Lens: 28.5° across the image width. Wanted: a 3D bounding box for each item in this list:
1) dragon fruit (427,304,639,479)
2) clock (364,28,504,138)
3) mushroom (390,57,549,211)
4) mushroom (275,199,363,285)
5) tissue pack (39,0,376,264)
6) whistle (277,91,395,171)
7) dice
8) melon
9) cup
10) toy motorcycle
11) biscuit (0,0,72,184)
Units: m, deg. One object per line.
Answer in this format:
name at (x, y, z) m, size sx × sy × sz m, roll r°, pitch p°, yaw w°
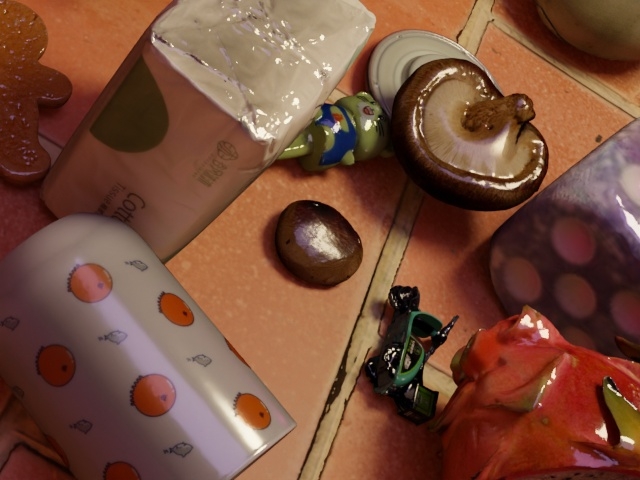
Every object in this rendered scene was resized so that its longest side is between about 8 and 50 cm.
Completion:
dragon fruit at (0.274, 0.218, 1.490) m, size 0.305 × 0.305 × 0.226 m, roll 15°, pitch 54°, yaw -22°
clock at (0.173, -0.204, 1.826) m, size 0.244 × 0.056 × 0.245 m, roll 14°, pitch 58°, yaw -22°
mushroom at (0.193, -0.133, 1.705) m, size 0.194 × 0.138 × 0.231 m, roll -32°, pitch 79°, yaw -10°
mushroom at (0.000, 0.000, 1.609) m, size 0.123 × 0.052 × 0.123 m, roll 13°, pitch 61°, yaw -24°
tissue pack at (-0.135, -0.143, 1.421) m, size 0.194 × 0.356 × 0.266 m, roll 43°, pitch 50°, yaw -6°
whistle at (0.008, -0.143, 1.674) m, size 0.227 × 0.085 × 0.105 m, roll -13°, pitch 67°, yaw -35°
dice at (0.414, 0.014, 1.698) m, size 0.270 × 0.270 × 0.271 m, roll -33°, pitch 83°, yaw -39°
melon at (0.487, -0.421, 2.000) m, size 0.330 × 0.268 × 0.269 m, roll 2°, pitch 62°, yaw -20°
cup at (-0.203, 0.135, 1.307) m, size 0.212 × 0.212 × 0.317 m, roll -34°, pitch 82°, yaw -39°
toy motorcycle at (0.115, 0.137, 1.592) m, size 0.100 × 0.058 × 0.173 m, roll 31°, pitch 53°, yaw -20°
biscuit at (-0.382, -0.179, 1.500) m, size 0.165 × 0.036 × 0.250 m, roll 11°, pitch 60°, yaw -19°
